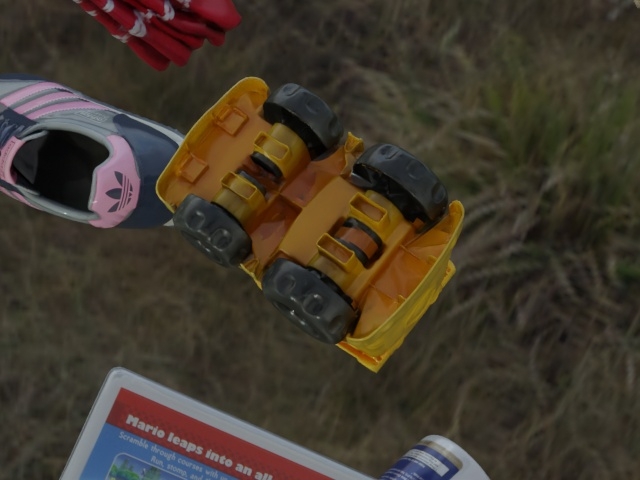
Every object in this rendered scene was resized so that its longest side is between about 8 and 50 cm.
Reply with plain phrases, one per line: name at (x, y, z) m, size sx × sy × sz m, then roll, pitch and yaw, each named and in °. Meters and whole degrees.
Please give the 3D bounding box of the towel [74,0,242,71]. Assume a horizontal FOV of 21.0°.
towel at (-0.105, -0.179, 0.450) m, size 0.031 × 0.275 × 0.198 m, roll -20°, pitch 65°, yaw 16°

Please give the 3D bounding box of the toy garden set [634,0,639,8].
toy garden set at (0.246, -0.130, 1.219) m, size 0.049 × 0.203 × 0.244 m, roll -25°, pitch 21°, yaw 12°

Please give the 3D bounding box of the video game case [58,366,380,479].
video game case at (-0.069, 0.231, 0.848) m, size 0.204 × 0.025 × 0.285 m, roll 25°, pitch 87°, yaw -9°

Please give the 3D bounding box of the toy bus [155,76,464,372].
toy bus at (0.000, 0.000, 1.375) m, size 0.220 × 0.211 × 0.149 m, roll 34°, pitch 78°, yaw 17°

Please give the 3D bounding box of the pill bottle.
pill bottle at (0.067, 0.256, 1.505) m, size 0.169 × 0.094 × 0.094 m, roll -39°, pitch 68°, yaw -23°

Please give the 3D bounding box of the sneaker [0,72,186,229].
sneaker at (-0.255, -0.085, 1.514) m, size 0.319 × 0.112 × 0.131 m, roll 13°, pitch 10°, yaw 34°
